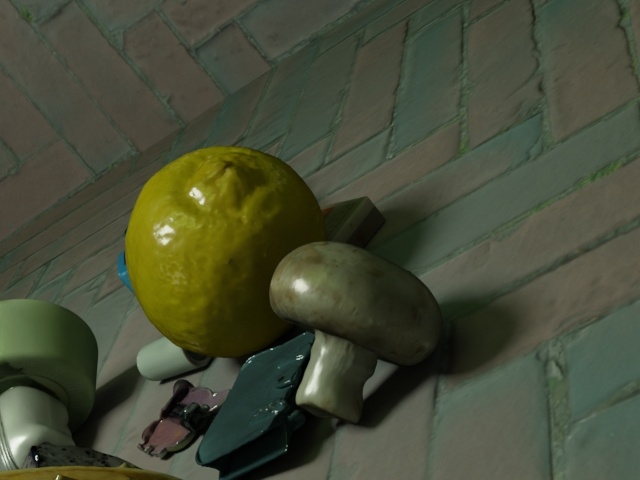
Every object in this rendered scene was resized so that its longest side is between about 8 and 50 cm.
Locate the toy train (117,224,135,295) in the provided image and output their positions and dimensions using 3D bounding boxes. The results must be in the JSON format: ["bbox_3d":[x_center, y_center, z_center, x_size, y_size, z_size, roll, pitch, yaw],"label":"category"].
[{"bbox_3d":[-0.236,0.009,2.353,0.300,0.188,0.265,-35,25,6],"label":"toy train"}]

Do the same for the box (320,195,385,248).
[{"bbox_3d":[0.000,0.000,2.143,0.201,0.058,0.141,-11,33,53],"label":"box"}]

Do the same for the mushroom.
[{"bbox_3d":[0.032,0.123,1.622,0.243,0.243,0.243,-33,20,14],"label":"mushroom"}]

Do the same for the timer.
[{"bbox_3d":[-0.507,0.306,2.121,0.290,0.291,0.315,-34,43,11],"label":"timer"}]

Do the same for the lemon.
[{"bbox_3d":[-0.148,0.020,1.963,0.348,0.348,0.348,-33,20,14],"label":"lemon"}]

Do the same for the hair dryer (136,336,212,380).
[{"bbox_3d":[-0.219,0.148,2.183,0.131,0.073,0.236,-23,22,39],"label":"hair dryer"}]

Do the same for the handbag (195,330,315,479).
[{"bbox_3d":[-0.071,0.226,1.727,0.179,0.062,0.229,-34,18,37],"label":"handbag"}]

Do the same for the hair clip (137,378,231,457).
[{"bbox_3d":[-0.216,0.277,1.931,0.146,0.056,0.187,-48,13,-24],"label":"hair clip"}]

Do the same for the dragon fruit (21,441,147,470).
[{"bbox_3d":[-0.289,0.414,1.552,0.221,0.204,0.283,-65,24,11],"label":"dragon fruit"}]

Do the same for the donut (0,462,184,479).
[{"bbox_3d":[-0.234,0.406,1.132,0.449,0.449,0.198,-47,-5,-25],"label":"donut"}]
